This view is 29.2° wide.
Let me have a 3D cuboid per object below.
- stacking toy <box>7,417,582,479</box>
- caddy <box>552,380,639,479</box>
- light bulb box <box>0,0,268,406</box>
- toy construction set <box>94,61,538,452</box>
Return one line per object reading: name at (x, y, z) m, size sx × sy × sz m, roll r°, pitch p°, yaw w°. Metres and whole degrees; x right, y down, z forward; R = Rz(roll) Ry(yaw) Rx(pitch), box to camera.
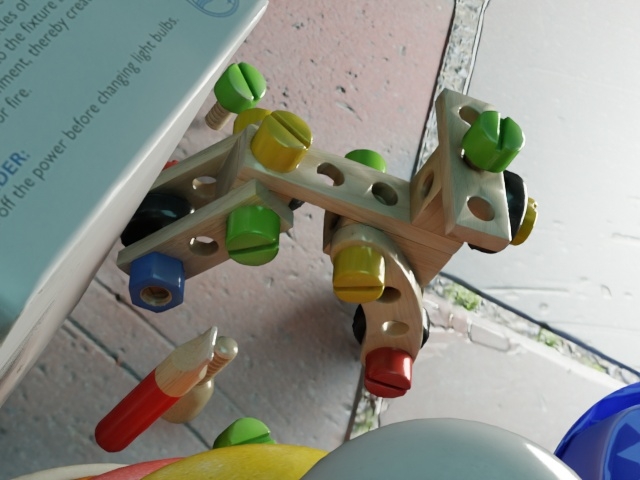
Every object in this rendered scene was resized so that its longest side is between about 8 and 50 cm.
stacking toy at (-0.026, 0.206, 0.527) m, size 0.351 × 0.480 × 0.350 m, roll 13°, pitch 57°, yaw -22°
caddy at (0.301, 0.251, 0.880) m, size 0.241 × 0.179 × 0.341 m, roll -15°, pitch 69°, yaw -9°
light bulb box at (-0.283, -0.065, 0.624) m, size 0.361 × 0.358 × 0.225 m, roll 36°, pitch 50°, yaw -5°
toy construction set at (0.000, 0.000, 0.800) m, size 0.257 × 0.237 × 0.309 m, roll 42°, pitch 44°, yaw -5°
